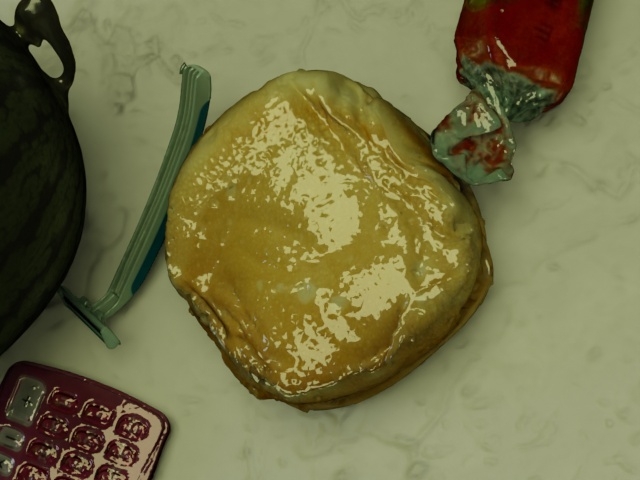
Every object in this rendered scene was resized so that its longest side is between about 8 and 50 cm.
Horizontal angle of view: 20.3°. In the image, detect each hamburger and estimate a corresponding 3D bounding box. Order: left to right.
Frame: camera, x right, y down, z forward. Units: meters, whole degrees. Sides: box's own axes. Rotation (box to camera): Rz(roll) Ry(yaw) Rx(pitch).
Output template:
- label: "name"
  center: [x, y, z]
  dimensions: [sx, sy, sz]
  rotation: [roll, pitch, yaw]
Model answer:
- label: "hamburger"
  center: [0.001, -0.001, 1.139]
  dimensions: [0.213, 0.108, 0.214]
  rotation: [-3, 76, 12]

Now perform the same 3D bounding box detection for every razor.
- label: "razor"
  center: [-0.111, -0.025, 1.180]
  dimensions: [0.068, 0.037, 0.191]
  rotation: [35, 104, 46]

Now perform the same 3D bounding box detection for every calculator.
- label: "calculator"
  center: [-0.184, 0.182, 1.175]
  dimensions: [0.126, 0.034, 0.190]
  rotation: [19, 76, 16]

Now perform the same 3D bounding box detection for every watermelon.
- label: "watermelon"
  center: [-0.300, -0.022, 1.115]
  dimensions: [0.359, 0.279, 0.279]
  rotation: [-30, 73, -1]

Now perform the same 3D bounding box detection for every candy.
- label: "candy"
  center: [0.137, -0.165, 1.155]
  dimensions: [0.086, 0.059, 0.292]
  rotation: [19, 69, -8]
